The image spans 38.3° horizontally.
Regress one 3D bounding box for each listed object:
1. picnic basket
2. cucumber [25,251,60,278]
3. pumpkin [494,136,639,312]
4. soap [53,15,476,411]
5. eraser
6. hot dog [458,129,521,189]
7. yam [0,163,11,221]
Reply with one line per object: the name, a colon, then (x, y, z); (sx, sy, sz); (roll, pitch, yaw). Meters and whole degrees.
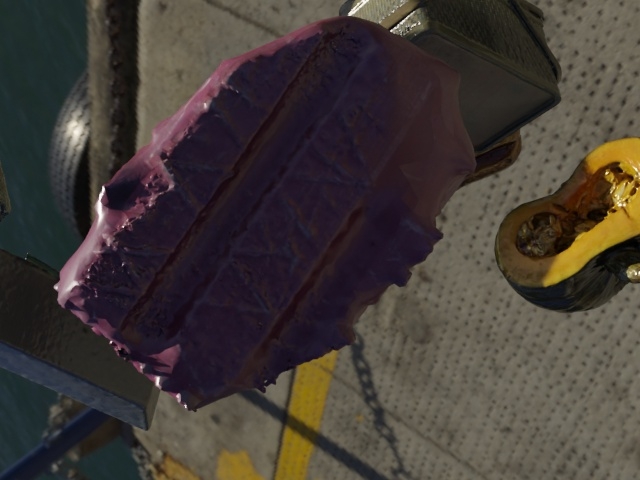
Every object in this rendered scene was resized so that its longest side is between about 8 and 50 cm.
picnic basket: (0.157, -0.232, 1.152); (0.165, 0.266, 0.139); (-34, 50, 43)
cucumber: (-0.450, 0.108, 1.667); (0.220, 0.070, 0.046); (33, 171, -11)
pumpkin: (0.438, -0.004, 1.433); (0.317, 0.139, 0.222); (-35, 56, 10)
soap: (-0.031, -0.027, 0.705); (0.220, 0.325, 0.127); (38, 176, -8)
eraser: (-0.324, 0.119, 1.145); (0.352, 0.111, 0.077); (33, 141, -31)
hot dog: (0.223, -0.161, 1.799); (0.158, 0.349, 0.117); (57, -169, -58)
yam: (-0.551, -0.141, 1.450); (0.093, 0.093, 0.259); (-30, 72, 47)
